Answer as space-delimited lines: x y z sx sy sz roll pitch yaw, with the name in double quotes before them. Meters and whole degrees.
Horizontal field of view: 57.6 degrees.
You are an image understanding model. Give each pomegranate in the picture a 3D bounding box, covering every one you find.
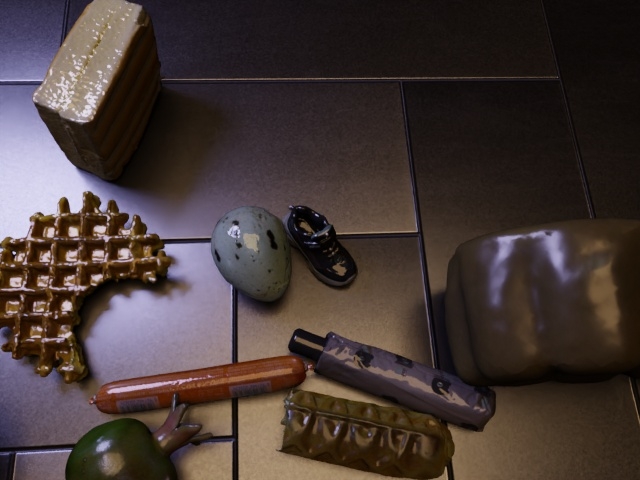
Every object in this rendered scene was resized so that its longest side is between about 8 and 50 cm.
"pomegranate" -0.257 0.309 0.832 0.191 0.131 0.152 -42 98 -20

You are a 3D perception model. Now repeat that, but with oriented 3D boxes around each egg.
"egg" -0.106 0.021 0.954 0.131 0.131 0.164 -33 86 -15

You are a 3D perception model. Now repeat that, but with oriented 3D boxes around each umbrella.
"umbrella" 0.111 0.215 0.925 0.338 0.073 0.067 19 27 4

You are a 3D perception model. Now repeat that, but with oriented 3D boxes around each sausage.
"sausage" -0.182 0.224 0.900 0.348 0.053 0.053 -8 70 -2

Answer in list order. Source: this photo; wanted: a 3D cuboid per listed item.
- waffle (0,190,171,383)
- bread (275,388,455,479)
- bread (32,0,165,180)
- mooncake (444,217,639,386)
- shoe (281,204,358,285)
"waffle" -0.408 0.062 0.951 0.260 0.069 0.293 36 74 12
"bread" 0.070 0.296 0.884 0.270 0.098 0.087 11 111 0
"bread" -0.358 -0.254 0.985 0.111 0.239 0.246 21 71 -3
"mooncake" 0.368 0.108 0.830 0.379 0.378 0.200 2 76 -3
"shoe" 0.000 0.000 0.984 0.071 0.099 0.169 -39 77 -19
